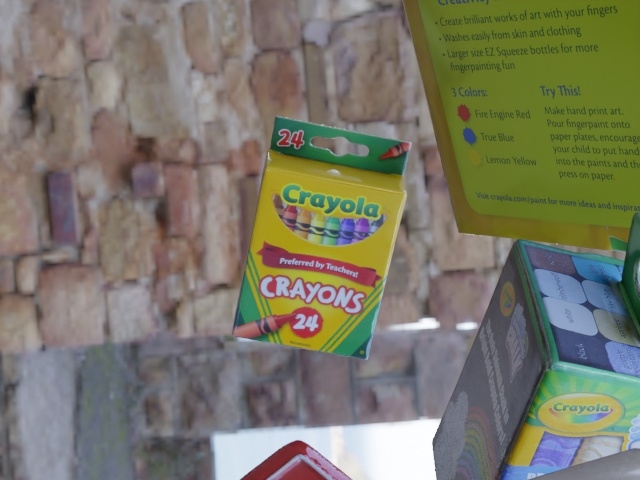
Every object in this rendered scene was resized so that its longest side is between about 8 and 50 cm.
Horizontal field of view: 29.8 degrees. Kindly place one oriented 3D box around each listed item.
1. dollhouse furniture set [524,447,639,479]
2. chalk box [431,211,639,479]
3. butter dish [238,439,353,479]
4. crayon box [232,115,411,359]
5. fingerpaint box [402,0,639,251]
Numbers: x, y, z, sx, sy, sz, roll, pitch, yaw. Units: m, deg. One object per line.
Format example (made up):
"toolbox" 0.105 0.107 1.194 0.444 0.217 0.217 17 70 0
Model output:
"dollhouse furniture set" 0.022 0.344 0.491 0.256 0.394 0.362 64 9 -57
"chalk box" 0.162 0.091 0.694 0.132 0.132 0.213 -90 -164 -59
"butter dish" -0.028 0.339 1.388 0.160 0.160 0.118 -32 147 -40
"crayon box" 0.000 0.000 1.695 0.081 0.202 0.319 -89 -170 -67
"fingerpaint box" 0.271 -0.183 0.913 0.445 0.163 0.371 7 -61 52
